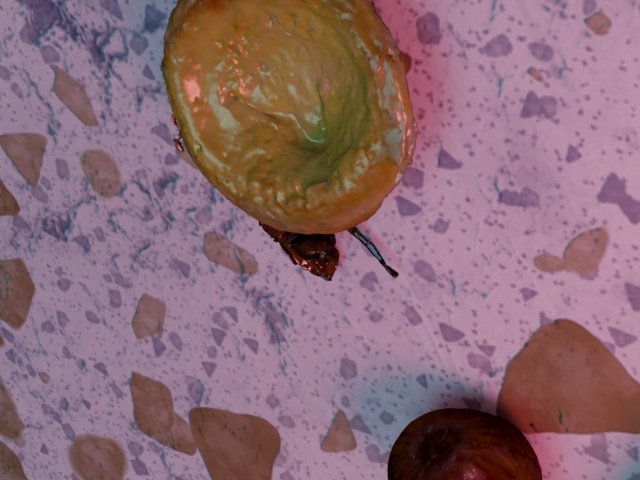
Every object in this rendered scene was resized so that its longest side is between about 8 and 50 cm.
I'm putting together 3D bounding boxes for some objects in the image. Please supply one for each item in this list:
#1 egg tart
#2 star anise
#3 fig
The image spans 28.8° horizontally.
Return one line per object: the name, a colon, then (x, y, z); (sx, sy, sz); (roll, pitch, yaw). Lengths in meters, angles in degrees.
egg tart: (-0.022, -0.159, 1.285); (0.315, 0.120, 0.315); (16, 123, 25)
star anise: (0.000, 0.000, 1.403); (0.190, 0.070, 0.097); (35, 158, 11)
fig: (0.177, 0.292, 1.398); (0.175, 0.175, 0.207); (-11, 124, 39)
